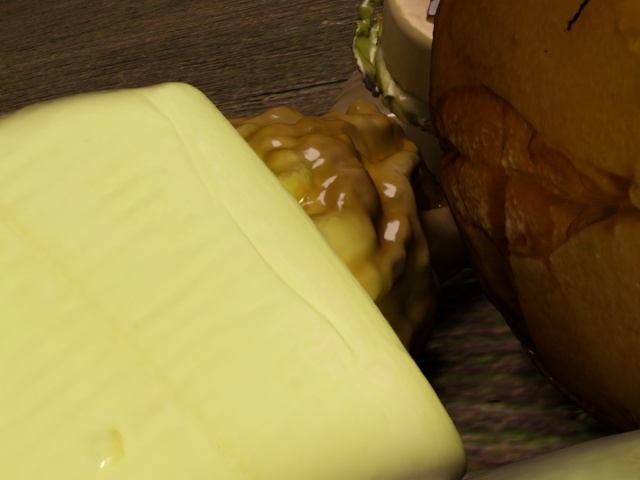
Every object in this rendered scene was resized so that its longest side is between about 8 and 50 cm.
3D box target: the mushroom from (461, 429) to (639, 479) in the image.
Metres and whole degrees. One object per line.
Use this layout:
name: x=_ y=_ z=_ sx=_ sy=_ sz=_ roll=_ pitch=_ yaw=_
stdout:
mushroom: x=0.095 y=0.091 z=0.341 sx=0.270 sy=0.103 sz=0.118 roll=-22 pitch=18 yaw=-23

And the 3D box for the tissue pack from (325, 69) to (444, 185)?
tissue pack: x=0.106 y=-0.069 z=0.778 sx=0.196 sy=0.092 sz=0.148 roll=-13 pitch=21 yaw=16

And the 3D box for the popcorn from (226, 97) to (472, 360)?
popcorn: x=-0.017 y=0.001 z=0.643 sx=0.163 sy=0.140 sz=0.194 roll=-3 pitch=23 yaw=28

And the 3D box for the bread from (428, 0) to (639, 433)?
bread: x=0.128 y=-0.029 z=0.496 sx=0.143 sy=0.195 sz=0.270 roll=-15 pitch=18 yaw=-16

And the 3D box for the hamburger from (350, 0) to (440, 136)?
hamburger: x=0.084 y=-0.105 z=0.674 sx=0.141 sy=0.081 sz=0.126 roll=-9 pitch=52 yaw=5

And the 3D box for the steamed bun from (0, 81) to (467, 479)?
steamed bun: x=-0.086 y=0.079 z=0.410 sx=0.250 sy=0.200 sz=0.155 roll=-34 pitch=-7 yaw=-40
